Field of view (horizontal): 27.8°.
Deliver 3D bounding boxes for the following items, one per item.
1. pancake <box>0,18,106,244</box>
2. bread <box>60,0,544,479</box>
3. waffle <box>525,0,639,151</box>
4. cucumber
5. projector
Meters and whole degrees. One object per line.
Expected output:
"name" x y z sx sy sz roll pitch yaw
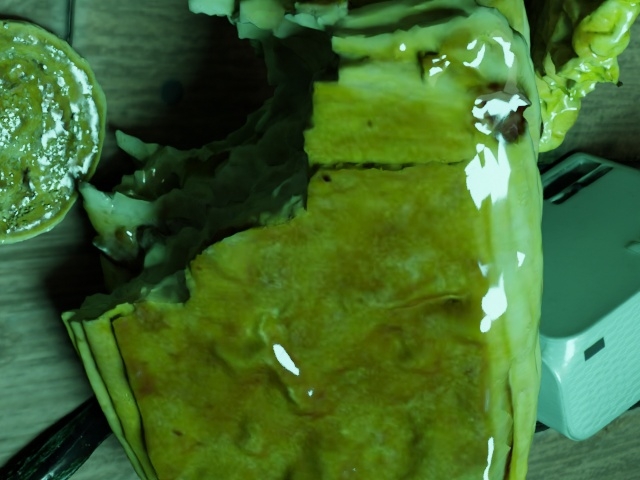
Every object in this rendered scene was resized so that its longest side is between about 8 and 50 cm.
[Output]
"pancake" -0.201 -0.064 0.804 0.158 0.028 0.158 -19 119 -37
"bread" 0.000 0.000 0.835 0.191 0.314 0.370 -59 144 -55
"waffle" 0.196 -0.182 0.962 0.056 0.253 0.249 12 101 -4
"cucumber" -0.193 0.160 0.897 0.135 0.034 0.033 -39 123 -22
"projector" 0.218 0.039 1.082 0.250 0.198 0.108 -32 125 -25
